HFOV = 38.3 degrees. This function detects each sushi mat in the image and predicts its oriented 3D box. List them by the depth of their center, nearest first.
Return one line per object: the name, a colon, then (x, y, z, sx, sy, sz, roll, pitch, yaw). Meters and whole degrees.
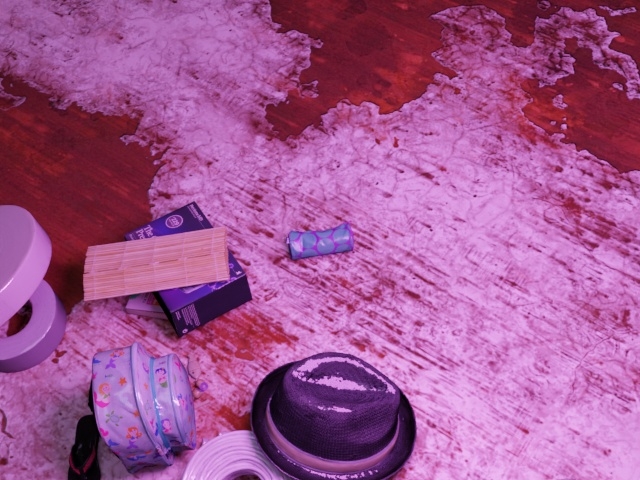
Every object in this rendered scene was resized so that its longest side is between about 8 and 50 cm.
sushi mat: (-0.352, 0.050, 1.975, 0.317, 0.019, 0.151, -9, 52, 4)

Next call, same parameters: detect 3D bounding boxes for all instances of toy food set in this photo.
toy food set: (-0.284, 0.302, 1.963, 0.078, 0.019, 0.122, -24, 59, -7)

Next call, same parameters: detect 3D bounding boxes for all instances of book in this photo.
book: (-0.353, 0.128, 2.073, 0.144, 0.035, 0.096, 6, 55, 12)

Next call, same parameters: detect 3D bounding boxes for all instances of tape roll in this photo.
tape roll: (-0.788, 0.080, 2.057, 0.392, 0.072, 0.392, -15, 42, 14)
tape roll: (-0.684, 0.181, 2.058, 0.219, 0.072, 0.219, -3, 58, 5)

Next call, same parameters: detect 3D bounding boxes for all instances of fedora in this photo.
fedora: (0.034, 0.319, 1.788, 0.334, 0.152, 0.334, 5, 47, -6)

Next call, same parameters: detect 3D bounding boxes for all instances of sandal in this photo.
sandal: (-0.488, 0.440, 1.894, 0.067, 0.040, 0.179, -7, 59, 3)

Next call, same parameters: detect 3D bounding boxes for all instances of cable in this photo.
cable: (-0.148, 0.496, 1.788, 0.257, 0.089, 0.257, 8, 60, 12)

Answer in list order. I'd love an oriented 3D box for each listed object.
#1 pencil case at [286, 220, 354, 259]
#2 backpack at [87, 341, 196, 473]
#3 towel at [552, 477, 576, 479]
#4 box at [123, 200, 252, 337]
pencil case: (0.000, 0.000, 2.081, 0.152, 0.064, 0.070, -8, 83, 2)
backpack: (-0.352, 0.321, 1.813, 0.191, 0.253, 0.225, -16, 57, 5)
towel: (0.391, 0.578, 1.619, 0.312, 0.056, 0.324, -3, 54, -24)
box: (-0.294, 0.058, 2.039, 0.184, 0.103, 0.261, -26, 52, -18)
